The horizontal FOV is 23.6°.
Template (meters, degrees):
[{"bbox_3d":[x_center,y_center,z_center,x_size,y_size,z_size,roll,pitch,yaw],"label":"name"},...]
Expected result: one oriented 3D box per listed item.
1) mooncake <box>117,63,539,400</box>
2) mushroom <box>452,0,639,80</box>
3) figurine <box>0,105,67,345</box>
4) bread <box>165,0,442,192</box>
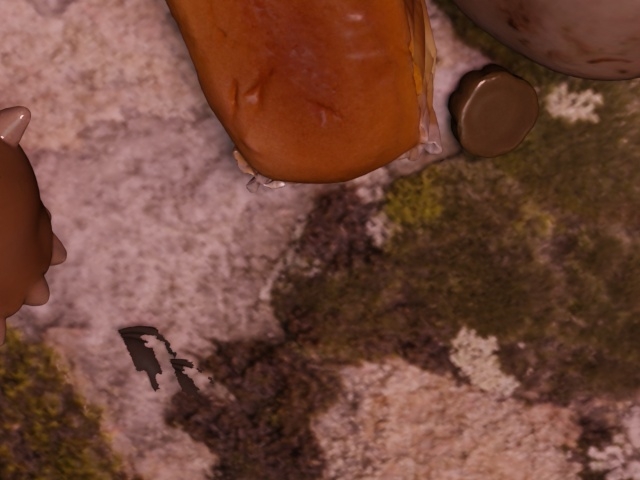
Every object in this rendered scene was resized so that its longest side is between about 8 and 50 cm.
[{"bbox_3d":[-0.002,0.007,1.017,0.347,0.057,0.150,-21,114,16],"label":"mooncake"},{"bbox_3d":[0.155,-0.214,0.801,0.243,0.243,0.243,1,122,2],"label":"mushroom"},{"bbox_3d":[-0.252,0.016,0.964,0.173,0.177,0.247,18,112,13],"label":"figurine"},{"bbox_3d":[-0.017,-0.148,0.890,0.136,0.107,0.241,-12,121,14],"label":"bread"}]
